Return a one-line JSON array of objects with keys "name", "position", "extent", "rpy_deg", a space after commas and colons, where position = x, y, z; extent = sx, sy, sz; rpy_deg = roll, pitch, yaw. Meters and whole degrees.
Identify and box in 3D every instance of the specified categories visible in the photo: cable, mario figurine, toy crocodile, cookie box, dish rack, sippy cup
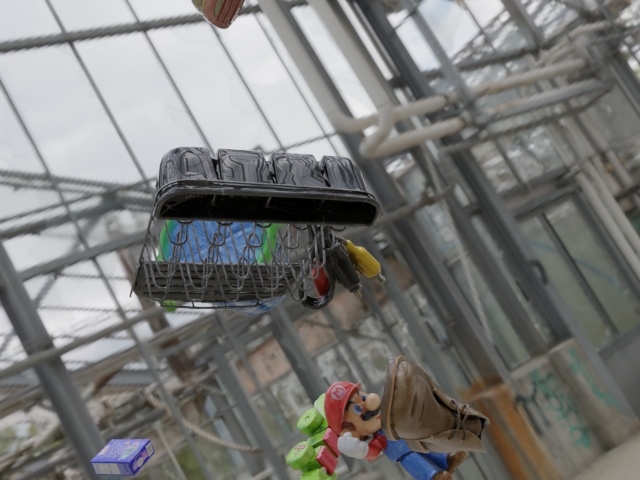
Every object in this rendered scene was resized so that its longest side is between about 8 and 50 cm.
[{"name": "cable", "position": [0.000, 0.000, 1.398], "extent": [0.140, 0.072, 0.287], "rpy_deg": [-24, -53, 2]}, {"name": "mario figurine", "position": [0.153, 0.397, 1.926], "extent": [0.170, 0.321, 0.198], "rpy_deg": [-60, -7, 9]}, {"name": "toy crocodile", "position": [0.008, 0.478, 2.128], "extent": [0.105, 0.115, 0.340], "rpy_deg": [-33, 16, 22]}, {"name": "cookie box", "position": [-0.445, 0.487, 2.056], "extent": [0.107, 0.040, 0.092], "rpy_deg": [-5, 20, 24]}, {"name": "dish rack", "position": [-0.081, 0.009, 0.912], "extent": [0.208, 0.074, 0.271], "rpy_deg": [3, -35, -20]}, {"name": "sippy cup", "position": [-0.165, 0.039, 1.792], "extent": [0.306, 0.240, 0.224], "rpy_deg": [7, -20, 21]}]

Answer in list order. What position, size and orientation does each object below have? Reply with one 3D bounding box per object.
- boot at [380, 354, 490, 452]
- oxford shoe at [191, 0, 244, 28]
[{"name": "boot", "position": [0.154, 0.224, 1.209], "extent": [0.115, 0.112, 0.305], "rpy_deg": [6, -18, 23]}, {"name": "oxford shoe", "position": [-0.176, -0.448, 1.483], "extent": [0.140, 0.147, 0.397], "rpy_deg": [-62, 9, 23]}]
